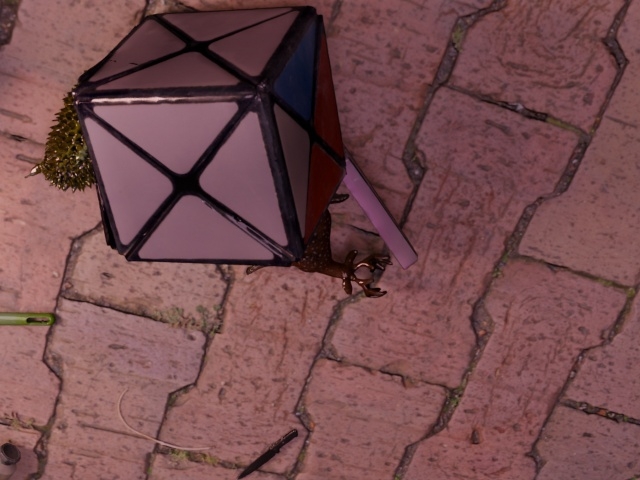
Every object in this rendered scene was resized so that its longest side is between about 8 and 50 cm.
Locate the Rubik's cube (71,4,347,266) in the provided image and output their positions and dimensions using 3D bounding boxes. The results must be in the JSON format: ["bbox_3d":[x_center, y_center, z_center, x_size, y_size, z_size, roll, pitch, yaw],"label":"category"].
[{"bbox_3d":[-0.154,-0.158,1.698,0.310,0.305,0.306,1,124,17],"label":"Rubik's cube"}]

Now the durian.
[{"bbox_3d":[-0.378,-0.154,1.825,0.137,0.095,0.220,24,119,-21],"label":"durian"}]

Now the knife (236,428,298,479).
[{"bbox_3d":[-0.107,0.429,2.252,0.170,0.010,0.023,-40,112,16],"label":"knife"}]

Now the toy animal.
[{"bbox_3d":[-0.001,0.016,1.966,0.260,0.087,0.243,3,145,3],"label":"toy animal"}]

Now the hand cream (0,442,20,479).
[{"bbox_3d":[-0.667,0.490,2.169,0.095,0.059,0.276,33,114,-22],"label":"hand cream"}]

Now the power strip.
[{"bbox_3d":[0.085,-0.067,1.940,0.037,0.109,0.279,-33,119,5],"label":"power strip"}]

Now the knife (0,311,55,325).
[{"bbox_3d":[-0.578,0.130,1.999,0.212,0.015,0.054,2,111,-10],"label":"knife"}]
